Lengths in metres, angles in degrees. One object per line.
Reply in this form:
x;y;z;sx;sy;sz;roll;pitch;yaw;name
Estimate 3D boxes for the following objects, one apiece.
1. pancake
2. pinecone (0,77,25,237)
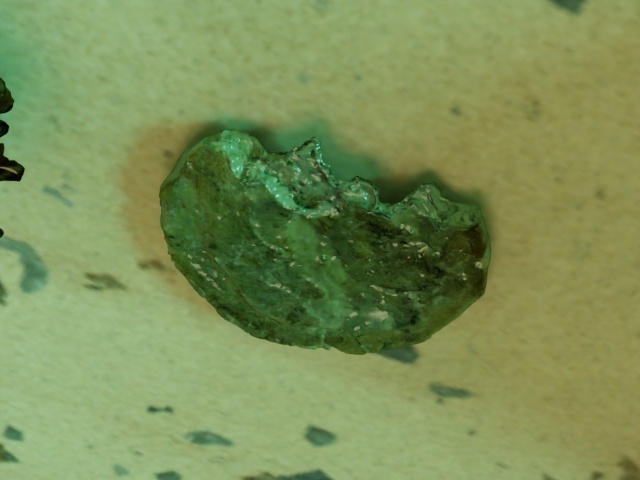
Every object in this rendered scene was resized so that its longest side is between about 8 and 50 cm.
-0.002;0.004;0.711;0.129;0.022;0.116;24;141;-8;pancake
-0.171;-0.032;0.658;0.121;0.140;0.140;-40;118;8;pinecone
